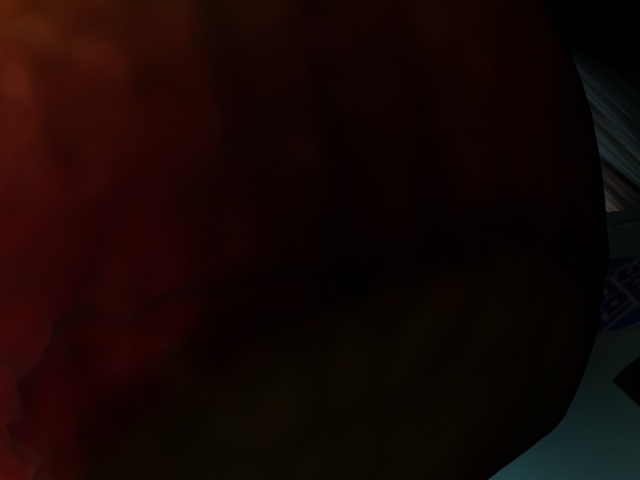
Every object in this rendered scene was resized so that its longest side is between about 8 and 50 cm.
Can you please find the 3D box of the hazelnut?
[{"bbox_3d":[-0.065,-0.028,0.675,0.402,0.402,0.429,39,-176,27],"label":"hazelnut"}]

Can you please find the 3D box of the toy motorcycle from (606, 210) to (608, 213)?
[{"bbox_3d":[0.238,0.086,1.184,0.232,0.172,0.416,31,166,23],"label":"toy motorcycle"}]

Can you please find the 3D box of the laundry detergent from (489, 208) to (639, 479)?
[{"bbox_3d":[0.195,0.149,0.843,0.287,0.287,0.305,39,180,-36],"label":"laundry detergent"}]
